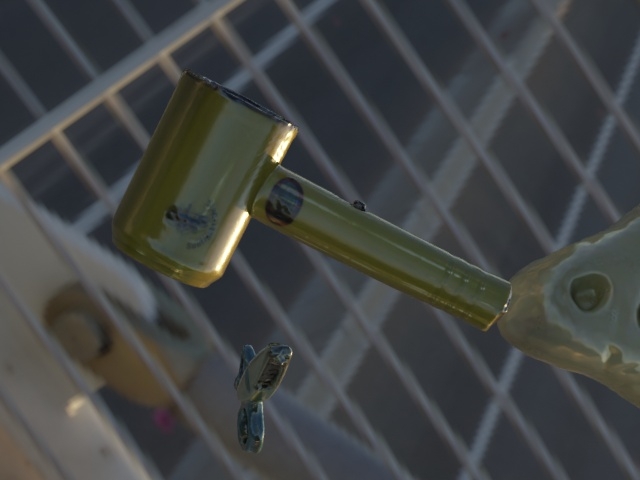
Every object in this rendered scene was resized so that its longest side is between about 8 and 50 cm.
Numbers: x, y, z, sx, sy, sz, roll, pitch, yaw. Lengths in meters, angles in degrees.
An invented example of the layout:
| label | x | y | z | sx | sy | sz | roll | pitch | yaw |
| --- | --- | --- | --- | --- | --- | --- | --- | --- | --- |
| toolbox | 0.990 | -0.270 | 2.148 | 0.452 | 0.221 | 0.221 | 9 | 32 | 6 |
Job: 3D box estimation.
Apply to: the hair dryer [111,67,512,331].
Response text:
| label | x | y | z | sx | sy | sz | roll | pitch | yaw |
| --- | --- | --- | --- | --- | --- | --- | --- | --- | --- |
| hair dryer | 0.000 | 0.000 | 1.308 | 0.278 | 0.135 | 0.090 | 26 | 4 | -5 |

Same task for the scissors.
| label | x | y | z | sx | sy | sz | roll | pitch | yaw |
| --- | --- | --- | --- | --- | --- | --- | --- | --- | --- |
| scissors | -0.072 | 0.168 | 2.215 | 0.289 | 0.041 | 0.138 | 118 | -30 | -69 |

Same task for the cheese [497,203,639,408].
| label | x | y | z | sx | sy | sz | roll | pitch | yaw |
| --- | --- | --- | --- | --- | --- | --- | --- | --- | --- |
| cheese | 0.403 | 0.131 | 2.206 | 0.351 | 0.129 | 0.328 | -27 | 87 | -31 |
